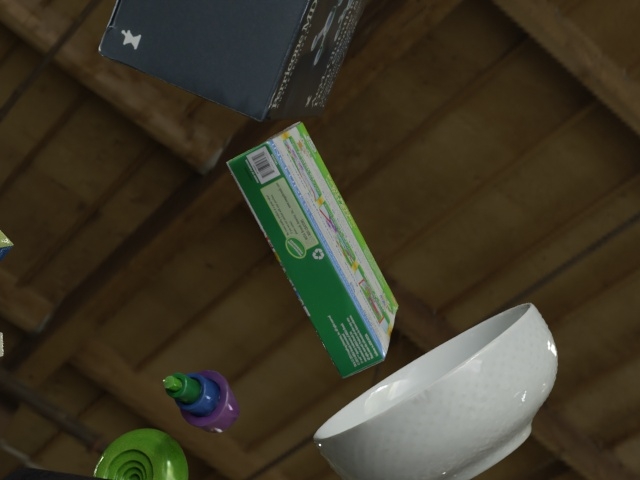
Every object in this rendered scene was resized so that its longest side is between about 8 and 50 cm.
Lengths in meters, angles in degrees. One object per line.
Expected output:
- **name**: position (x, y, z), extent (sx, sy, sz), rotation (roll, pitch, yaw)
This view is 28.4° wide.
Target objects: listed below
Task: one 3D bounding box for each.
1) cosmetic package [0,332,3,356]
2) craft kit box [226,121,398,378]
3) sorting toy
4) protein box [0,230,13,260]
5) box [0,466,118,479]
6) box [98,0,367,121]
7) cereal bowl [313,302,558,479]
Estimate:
- **cosmetic package**: position (-0.596, 0.178, 2.116), extent (0.115, 0.060, 0.041), rotation (-5, -95, 21)
- **craft kit box**: position (0.000, 0.000, 1.360), extent (0.061, 0.246, 0.250), rotation (-27, -85, 13)
- **sorting toy**: position (-0.247, 0.275, 1.399), extent (0.365, 0.127, 0.126), rotation (-47, -36, 4)
- **protein box**: position (-0.601, 0.018, 1.833), extent (0.201, 0.200, 0.136), rotation (18, -27, 39)
- **box**: position (-0.239, 0.308, 1.186), extent (0.156, 0.093, 0.158), rotation (1, -73, 32)
- **box**: position (-0.071, -0.320, 1.552), extent (0.212, 0.395, 0.293), rotation (23, -80, 7)
- **cereal bowl**: position (0.165, 0.224, 1.620), extent (0.339, 0.339, 0.141), rotation (-32, -92, 35)
